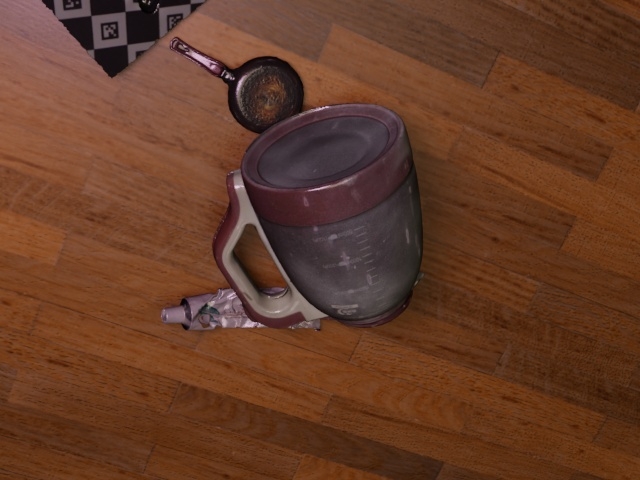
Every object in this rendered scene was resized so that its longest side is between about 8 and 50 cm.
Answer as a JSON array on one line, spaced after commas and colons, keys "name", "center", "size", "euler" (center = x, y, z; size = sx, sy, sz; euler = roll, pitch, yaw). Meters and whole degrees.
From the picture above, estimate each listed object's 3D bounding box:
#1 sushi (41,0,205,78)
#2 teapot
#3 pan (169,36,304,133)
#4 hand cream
[{"name": "sushi", "center": [-0.260, -0.368, 1.090], "size": [0.231, 0.047, 0.219], "euler": [-40, 138, -2]}, {"name": "teapot", "center": [0.000, 0.000, 1.202], "size": [0.315, 0.233, 0.312], "euler": [-13, 122, 7]}, {"name": "pan", "center": [-0.120, -0.234, 1.191], "size": [0.212, 0.040, 0.114], "euler": [28, 98, -17]}, {"name": "hand cream", "center": [-0.123, 0.112, 1.311], "size": [0.257, 0.050, 0.084], "euler": [-3, 111, -17]}]
